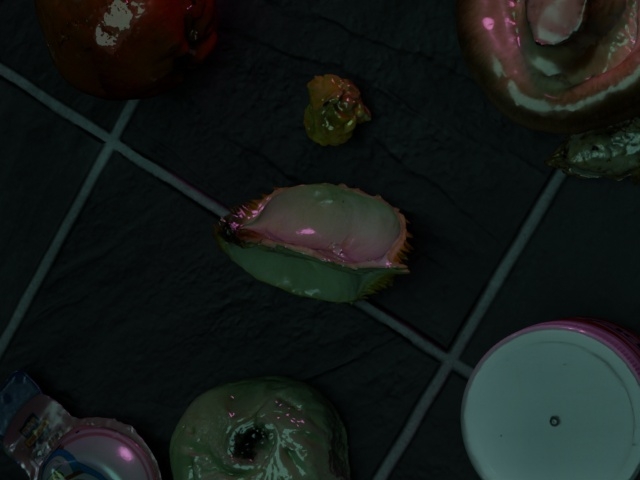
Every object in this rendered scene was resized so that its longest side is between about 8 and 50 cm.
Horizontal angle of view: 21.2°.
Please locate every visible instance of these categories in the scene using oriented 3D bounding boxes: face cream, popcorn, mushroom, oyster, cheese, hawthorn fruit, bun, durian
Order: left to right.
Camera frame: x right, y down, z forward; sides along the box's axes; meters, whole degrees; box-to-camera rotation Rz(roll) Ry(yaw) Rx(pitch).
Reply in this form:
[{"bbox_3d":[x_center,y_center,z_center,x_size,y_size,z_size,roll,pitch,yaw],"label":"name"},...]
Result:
[{"bbox_3d":[-0.297,0.280,2.065,0.286,0.074,0.189,44,101,16],"label":"cheese"},{"bbox_3d":[-0.244,-0.293,1.991,0.211,0.211,0.299,-43,64,14],"label":"hawthorn fruit"},{"bbox_3d":[-0.077,0.258,1.968,0.221,0.108,0.221,0,90,19],"label":"bun"},{"bbox_3d":[0.000,0.000,1.928,0.252,0.139,0.144,21,92,19],"label":"durian"},{"bbox_3d":[0.025,-0.150,1.967,0.084,0.084,0.084,0,90,19],"label":"popcorn"},{"bbox_3d":[0.265,0.183,1.806,0.201,0.187,0.201,0,90,19],"label":"face cream"},{"bbox_3d":[0.279,-0.246,1.829,0.278,0.146,0.278,-4,78,21],"label":"mushroom"},{"bbox_3d":[0.316,-0.102,1.874,0.132,0.029,0.086,17,89,22],"label":"oyster"}]
